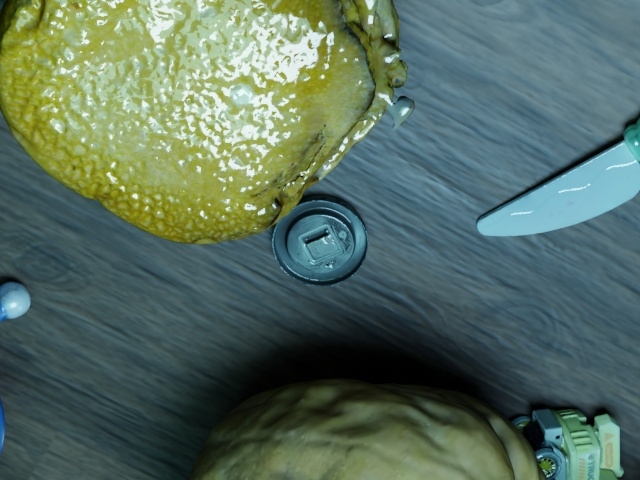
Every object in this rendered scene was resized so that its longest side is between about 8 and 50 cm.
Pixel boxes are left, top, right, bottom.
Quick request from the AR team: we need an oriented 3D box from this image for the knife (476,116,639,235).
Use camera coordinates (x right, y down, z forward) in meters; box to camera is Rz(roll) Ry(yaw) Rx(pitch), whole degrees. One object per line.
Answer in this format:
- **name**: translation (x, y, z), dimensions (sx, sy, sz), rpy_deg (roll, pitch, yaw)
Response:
- **knife**: translation (0.250, -0.062, 1.438), dimensions (0.260, 0.035, 0.063), rpy_deg (-34, 117, 24)

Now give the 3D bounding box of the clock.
- **clock**: translation (0.000, 0.000, 1.483), dimensions (0.085, 0.017, 0.085), rpy_deg (1, 117, 2)

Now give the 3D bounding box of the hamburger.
- **hamburger**: translation (-0.091, -0.148, 1.328), dimensions (0.314, 0.170, 0.290), rpy_deg (33, 116, -14)

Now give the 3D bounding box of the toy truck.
- **toy truck**: translation (0.229, 0.231, 1.558), dimensions (0.100, 0.077, 0.169), rpy_deg (-9, 113, -8)

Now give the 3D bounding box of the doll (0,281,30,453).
- **doll**: translation (-0.350, 0.116, 1.482), dimensions (0.215, 0.161, 0.257), rpy_deg (-9, 115, -21)

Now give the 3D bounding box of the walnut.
- **walnut**: translation (0.032, 0.260, 1.458), dimensions (0.344, 0.306, 0.306), rpy_deg (1, 123, 41)
